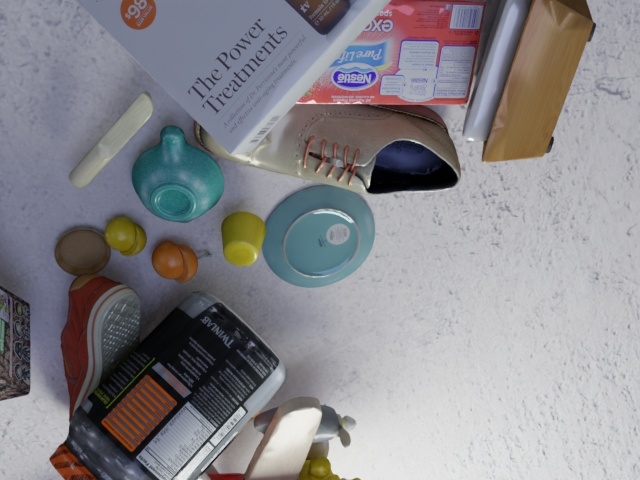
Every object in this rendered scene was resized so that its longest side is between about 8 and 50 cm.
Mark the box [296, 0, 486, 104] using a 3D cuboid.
[{"bbox_3d":[0.055,-0.279,1.344,0.299,0.142,0.154,-2,119,-14],"label":"box"}]

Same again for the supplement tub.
[{"bbox_3d":[-0.229,0.257,1.480,0.338,0.207,0.207,-46,124,-14],"label":"supplement tub"}]

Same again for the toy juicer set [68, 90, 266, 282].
[{"bbox_3d":[-0.240,-0.070,1.430,0.209,0.089,0.329,-21,128,19],"label":"toy juicer set"}]

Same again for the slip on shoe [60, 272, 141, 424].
[{"bbox_3d":[-0.352,0.183,1.534,0.123,0.101,0.331,-32,146,-43],"label":"slip on shoe"}]

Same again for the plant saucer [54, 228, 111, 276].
[{"bbox_3d":[-0.358,0.015,1.476,0.083,0.015,0.083,-7,121,-12],"label":"plant saucer"}]

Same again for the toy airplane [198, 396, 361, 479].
[{"bbox_3d":[-0.072,0.420,1.665,0.386,0.272,0.384,-19,122,29],"label":"toy airplane"}]

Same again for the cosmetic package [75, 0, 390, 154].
[{"bbox_3d":[-0.072,-0.334,1.166,0.284,0.097,0.377,45,103,4],"label":"cosmetic package"}]

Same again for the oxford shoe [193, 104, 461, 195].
[{"bbox_3d":[0.019,-0.143,1.410,0.396,0.146,0.140,1,122,-15],"label":"oxford shoe"}]

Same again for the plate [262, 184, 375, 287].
[{"bbox_3d":[0.000,0.000,1.562,0.188,0.024,0.188,-6,120,-11],"label":"plate"}]

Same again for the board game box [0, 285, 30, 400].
[{"bbox_3d":[-0.561,0.127,1.308,0.232,0.141,0.291,-13,155,9],"label":"board game box"}]

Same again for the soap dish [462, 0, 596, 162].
[{"bbox_3d":[0.283,-0.248,1.339,0.118,0.291,0.229,17,116,4],"label":"soap dish"}]
